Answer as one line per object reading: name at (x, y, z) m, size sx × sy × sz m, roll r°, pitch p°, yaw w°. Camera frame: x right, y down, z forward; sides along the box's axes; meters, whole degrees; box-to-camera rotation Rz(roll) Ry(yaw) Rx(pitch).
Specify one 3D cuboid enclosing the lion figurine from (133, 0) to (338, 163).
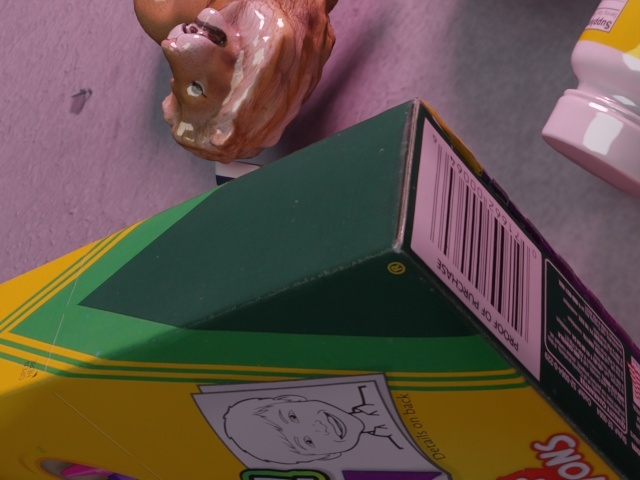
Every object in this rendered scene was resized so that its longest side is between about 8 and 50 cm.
lion figurine at (-0.085, -0.208, 1.168) m, size 0.240 × 0.142 × 0.392 m, roll -62°, pitch 24°, yaw 5°

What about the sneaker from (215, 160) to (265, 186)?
sneaker at (0.000, 0.000, 1.042) m, size 0.235 × 0.090 × 0.094 m, roll 17°, pitch 96°, yaw 47°

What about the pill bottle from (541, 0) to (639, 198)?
pill bottle at (0.237, -0.133, 0.863) m, size 0.119 × 0.119 × 0.208 m, roll 32°, pitch 92°, yaw 45°

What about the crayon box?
crayon box at (0.023, 0.123, 0.748) m, size 0.313 × 0.363 × 0.106 m, roll -23°, pitch 39°, yaw 31°
